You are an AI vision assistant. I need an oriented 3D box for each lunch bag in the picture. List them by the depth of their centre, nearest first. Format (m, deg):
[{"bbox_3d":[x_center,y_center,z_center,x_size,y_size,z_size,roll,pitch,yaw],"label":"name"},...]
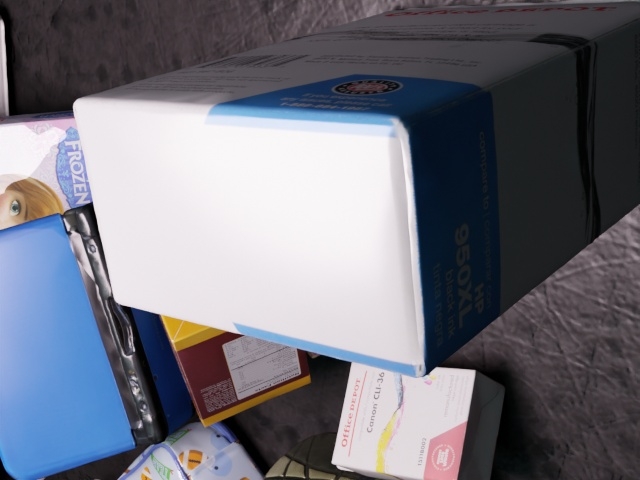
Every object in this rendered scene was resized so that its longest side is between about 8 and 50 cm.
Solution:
[{"bbox_3d":[-0.144,0.389,1.331,0.303,0.115,0.243,54,138,11],"label":"lunch bag"}]

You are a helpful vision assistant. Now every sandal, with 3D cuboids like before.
[{"bbox_3d":[0.049,0.294,1.129,0.302,0.120,0.086,0,121,40],"label":"sandal"}]

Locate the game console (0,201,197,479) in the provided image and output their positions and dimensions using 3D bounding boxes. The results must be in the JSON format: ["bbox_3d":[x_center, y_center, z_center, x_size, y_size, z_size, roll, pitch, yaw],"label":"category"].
[{"bbox_3d":[-0.278,0.103,1.209,0.173,0.250,0.293,-11,100,25],"label":"game console"}]

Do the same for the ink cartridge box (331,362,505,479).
[{"bbox_3d":[0.085,0.193,1.049,0.198,0.067,0.115,-3,67,41],"label":"ink cartridge box"}]

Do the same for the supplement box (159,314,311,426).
[{"bbox_3d":[-0.112,0.057,1.066,0.194,0.129,0.191,84,162,-54],"label":"supplement box"}]

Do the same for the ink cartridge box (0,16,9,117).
[{"bbox_3d":[-0.578,-0.207,1.336,0.117,0.283,0.207,31,126,42],"label":"ink cartridge box"}]

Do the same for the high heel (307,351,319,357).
[{"bbox_3d":[0.000,0.000,1.094,0.117,0.082,0.244,-24,73,8],"label":"high heel"}]

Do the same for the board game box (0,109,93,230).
[{"bbox_3d":[-0.413,-0.001,1.304,0.317,0.066,0.319,-6,109,-1],"label":"board game box"}]

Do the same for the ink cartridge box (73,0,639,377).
[{"bbox_3d":[0.064,-0.073,0.773,0.285,0.395,0.166,9,115,38],"label":"ink cartridge box"}]

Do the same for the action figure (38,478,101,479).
[{"bbox_3d":[-0.307,0.499,1.410,0.330,0.178,0.341,60,162,22],"label":"action figure"}]
